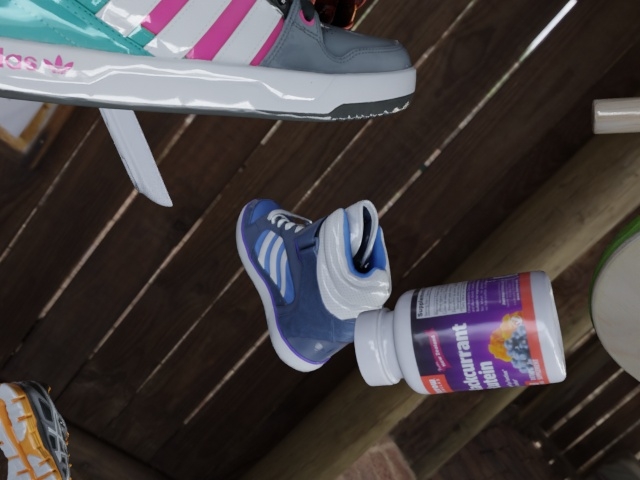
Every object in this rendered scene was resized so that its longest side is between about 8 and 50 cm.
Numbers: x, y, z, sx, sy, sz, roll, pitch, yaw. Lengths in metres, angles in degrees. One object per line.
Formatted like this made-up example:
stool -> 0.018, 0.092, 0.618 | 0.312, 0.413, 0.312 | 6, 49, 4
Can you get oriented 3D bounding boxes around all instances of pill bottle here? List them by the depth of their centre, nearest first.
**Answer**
pill bottle -> 0.137, 0.097, 0.627 | 0.108, 0.193, 0.108 | -11, 90, -68

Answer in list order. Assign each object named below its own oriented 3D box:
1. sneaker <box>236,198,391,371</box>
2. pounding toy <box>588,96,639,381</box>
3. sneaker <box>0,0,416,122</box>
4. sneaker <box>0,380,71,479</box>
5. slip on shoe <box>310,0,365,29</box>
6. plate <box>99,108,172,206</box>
sneaker -> 0.000, 0.000, 0.895 | 0.130, 0.236, 0.323 | 13, 41, -35
pounding toy -> 0.254, -0.009, 0.356 | 0.110, 0.182, 0.237 | -61, 141, -41
sneaker -> -0.063, -0.162, 0.328 | 0.295, 0.179, 0.123 | -3, 20, -32
sneaker -> -0.371, 0.285, 0.834 | 0.083, 0.084, 0.215 | -11, 84, -75
slip on shoe -> -0.005, -0.327, 0.890 | 0.123, 0.331, 0.101 | -16, 73, -28
plate -> -0.358, -0.191, 1.147 | 0.278, 0.045, 0.277 | 69, -16, -14
